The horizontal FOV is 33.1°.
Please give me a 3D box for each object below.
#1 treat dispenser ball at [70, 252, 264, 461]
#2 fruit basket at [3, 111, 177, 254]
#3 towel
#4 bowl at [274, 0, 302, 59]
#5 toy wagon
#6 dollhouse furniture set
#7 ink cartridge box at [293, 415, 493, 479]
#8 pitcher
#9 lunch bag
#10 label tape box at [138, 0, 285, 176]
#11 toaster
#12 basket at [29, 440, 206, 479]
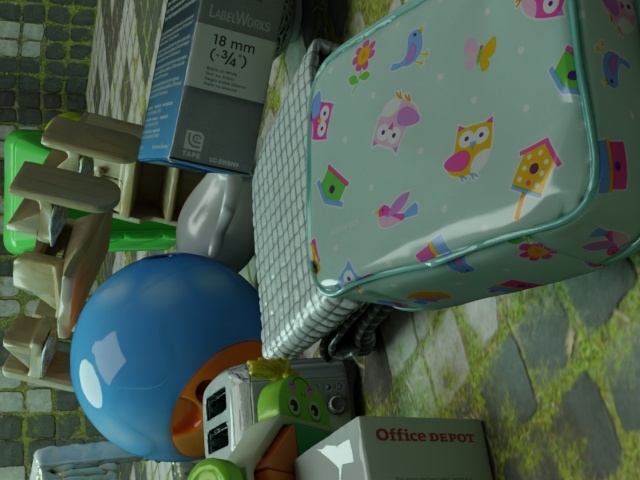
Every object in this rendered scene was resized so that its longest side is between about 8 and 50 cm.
[{"bbox_3d":[-0.199,0.161,1.492,0.288,0.288,0.288,-179,90,-72],"label":"treat dispenser ball"},{"bbox_3d":[-0.464,-0.117,2.178,0.392,0.392,0.283,-162,74,-71],"label":"fruit basket"},{"bbox_3d":[0.019,-0.029,1.114,0.235,0.121,0.284,127,141,-58],"label":"towel"},{"bbox_3d":[-0.072,-0.306,1.452,0.170,0.080,0.170,-179,90,-72],"label":"bowl"},{"bbox_3d":[-0.011,0.263,0.998,0.068,0.267,0.344,-24,60,30],"label":"toy wagon"},{"bbox_3d":[-0.306,-0.011,1.684,0.394,0.256,0.362,-79,3,-54],"label":"dollhouse furniture set"},{"bbox_3d":[0.067,0.248,0.903,0.127,0.128,0.176,-43,47,50],"label":"ink cartridge box"},{"bbox_3d":[-0.142,-0.033,1.563,0.178,0.125,0.207,-79,8,-59],"label":"pitcher"},{"bbox_3d":[0.108,-0.077,0.752,0.279,0.107,0.224,-21,62,46],"label":"lunch bag"},{"bbox_3d":[-0.128,-0.250,1.307,0.240,0.105,0.334,-165,86,-71],"label":"label tape box"},{"bbox_3d":[-0.052,0.209,1.268,0.227,0.146,0.129,139,129,-67],"label":"toaster"},{"bbox_3d":[-0.284,0.493,1.681,0.331,0.328,0.266,115,148,-50],"label":"basket"}]
